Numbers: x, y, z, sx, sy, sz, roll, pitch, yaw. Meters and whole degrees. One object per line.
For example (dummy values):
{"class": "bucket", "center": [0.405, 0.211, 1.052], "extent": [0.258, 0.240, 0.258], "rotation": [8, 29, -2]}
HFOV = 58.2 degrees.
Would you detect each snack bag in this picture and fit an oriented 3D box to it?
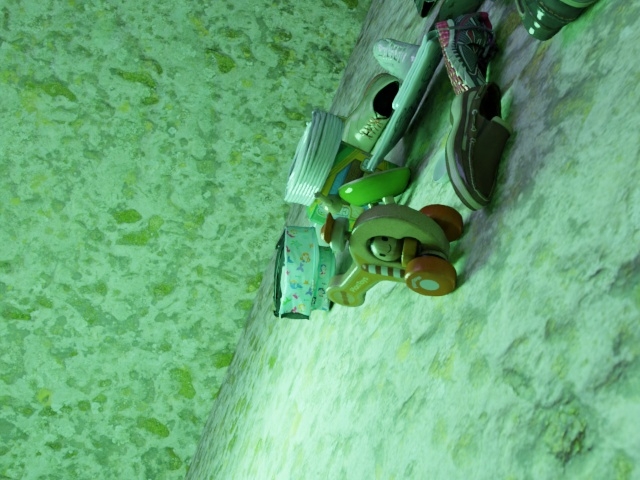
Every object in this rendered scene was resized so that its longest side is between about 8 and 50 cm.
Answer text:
{"class": "snack bag", "center": [0.226, -0.363, 1.428], "extent": [0.323, 0.037, 0.343], "rotation": [-50, -13, -56]}

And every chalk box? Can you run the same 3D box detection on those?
{"class": "chalk box", "center": [0.070, -0.111, 1.585], "extent": [0.180, 0.179, 0.289], "rotation": [-114, 47, -76]}

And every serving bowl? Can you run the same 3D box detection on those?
{"class": "serving bowl", "center": [0.256, -0.150, 1.141], "extent": [0.083, 0.027, 0.083], "rotation": [-158, 90, -80]}

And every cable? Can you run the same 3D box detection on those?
{"class": "cable", "center": [-0.019, -0.215, 1.519], "extent": [0.257, 0.089, 0.257], "rotation": [-104, 36, -74]}

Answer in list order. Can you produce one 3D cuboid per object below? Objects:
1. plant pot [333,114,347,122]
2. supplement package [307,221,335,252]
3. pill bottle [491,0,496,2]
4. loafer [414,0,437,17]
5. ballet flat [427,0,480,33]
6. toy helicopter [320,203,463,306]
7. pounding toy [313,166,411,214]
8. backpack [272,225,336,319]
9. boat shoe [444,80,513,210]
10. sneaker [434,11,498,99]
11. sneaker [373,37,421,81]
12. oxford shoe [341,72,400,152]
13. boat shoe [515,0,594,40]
{"class": "plant pot", "center": [0.049, -0.310, 2.123], "extent": [0.230, 0.215, 0.215], "rotation": [98, -170, -72]}
{"class": "supplement package", "center": [0.000, 0.000, 1.913], "extent": [0.105, 0.105, 0.179], "rotation": [-85, 20, -58]}
{"class": "pill bottle", "center": [0.382, -0.657, 1.168], "extent": [0.169, 0.169, 0.302], "rotation": [-87, 22, -61]}
{"class": "loafer", "center": [0.374, -0.823, 1.837], "extent": [0.267, 0.096, 0.084], "rotation": [121, 148, -70]}
{"class": "ballet flat", "center": [0.341, -0.584, 1.493], "extent": [0.250, 0.084, 0.058], "rotation": [125, 164, -71]}
{"class": "toy helicopter", "center": [0.083, 0.039, 1.051], "extent": [0.355, 0.234, 0.140], "rotation": [128, 161, -56]}
{"class": "pounding toy", "center": [0.118, -0.092, 1.398], "extent": [0.183, 0.236, 0.110], "rotation": [3, -109, -82]}
{"class": "backpack", "center": [-0.051, 0.085, 1.679], "extent": [0.225, 0.191, 0.254], "rotation": [-98, 6, -70]}
{"class": "boat shoe", "center": [0.269, -0.171, 0.957], "extent": [0.095, 0.095, 0.258], "rotation": [-30, 43, 41]}
{"class": "sneaker", "center": [0.304, -0.370, 1.149], "extent": [0.112, 0.121, 0.299], "rotation": [-17, 47, 19]}
{"class": "sneaker", "center": [0.234, -0.547, 1.744], "extent": [0.114, 0.152, 0.305], "rotation": [-63, 12, 11]}
{"class": "oxford shoe", "center": [0.157, -0.389, 1.899], "extent": [0.130, 0.123, 0.348], "rotation": [-120, 51, -70]}
{"class": "boat shoe", "center": [0.364, -0.462, 0.963], "extent": [0.130, 0.132, 0.355], "rotation": [124, 166, -46]}
